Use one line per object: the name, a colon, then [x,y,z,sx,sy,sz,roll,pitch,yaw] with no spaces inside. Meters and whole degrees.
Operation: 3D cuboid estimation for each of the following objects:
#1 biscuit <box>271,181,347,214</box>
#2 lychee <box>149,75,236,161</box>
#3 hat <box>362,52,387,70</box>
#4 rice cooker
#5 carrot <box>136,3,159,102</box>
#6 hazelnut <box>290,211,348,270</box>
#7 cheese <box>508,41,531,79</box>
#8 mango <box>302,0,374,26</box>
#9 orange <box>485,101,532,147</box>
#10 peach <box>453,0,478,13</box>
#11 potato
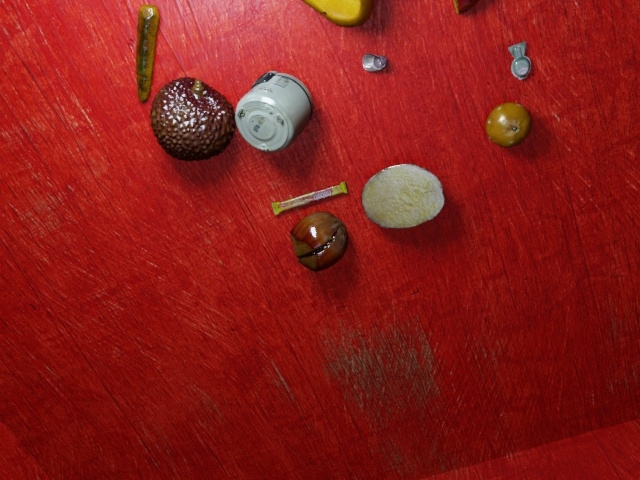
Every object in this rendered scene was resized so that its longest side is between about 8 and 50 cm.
biscuit: [-0.040,-0.159,2.070,0.292,0.026,0.048,-16,97,7]
lychee: [-0.418,-0.391,1.808,0.276,0.275,0.304,16,136,-9]
hat: [0.184,-0.597,1.846,0.087,0.042,0.058,12,119,31]
rice cooker: [-0.150,-0.423,1.816,0.226,0.244,0.226,16,135,17]
carrot: [-0.570,-0.605,1.812,0.066,0.066,0.314,11,120,-7]
hazelnut: [0.001,0.001,2.069,0.181,0.181,0.212,-22,107,31]
cheese: [0.670,-0.599,1.858,0.067,0.026,0.120,-18,116,7]
mango: [0.025,-0.756,1.668,0.291,0.191,0.159,20,123,-15]
orange: [0.651,-0.396,1.908,0.156,0.124,0.156,-2,119,-3]
peach: [0.448,-0.793,1.717,0.127,0.092,0.172,1,115,-5]
potato: [0.301,-0.174,2.022,0.299,0.116,0.239,-14,110,18]
